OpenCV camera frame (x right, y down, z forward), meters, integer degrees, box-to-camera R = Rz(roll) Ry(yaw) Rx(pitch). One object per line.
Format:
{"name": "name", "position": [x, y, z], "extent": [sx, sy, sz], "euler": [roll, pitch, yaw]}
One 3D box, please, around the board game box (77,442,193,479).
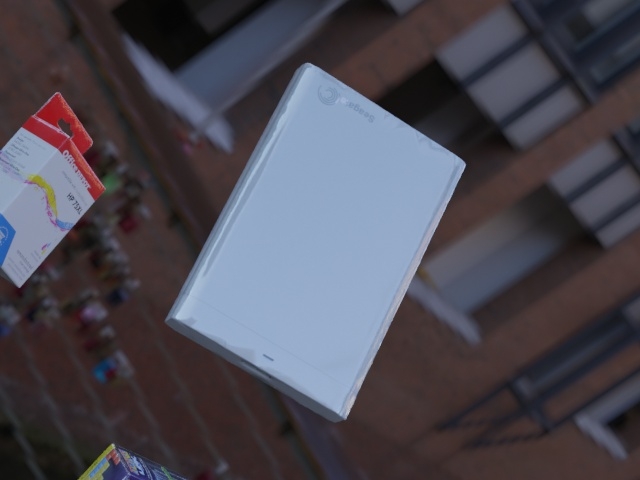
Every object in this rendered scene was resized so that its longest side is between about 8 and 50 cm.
{"name": "board game box", "position": [-0.187, 0.277, 1.614], "extent": [0.141, 0.170, 0.048], "euler": [32, 15, -45]}

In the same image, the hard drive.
{"name": "hard drive", "position": [0.000, 0.000, 1.796], "extent": [0.203, 0.308, 0.040], "euler": [31, -21, -13]}

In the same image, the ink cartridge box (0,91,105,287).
{"name": "ink cartridge box", "position": [-0.380, -0.069, 2.389], "extent": [0.078, 0.231, 0.134], "euler": [30, -17, 30]}
